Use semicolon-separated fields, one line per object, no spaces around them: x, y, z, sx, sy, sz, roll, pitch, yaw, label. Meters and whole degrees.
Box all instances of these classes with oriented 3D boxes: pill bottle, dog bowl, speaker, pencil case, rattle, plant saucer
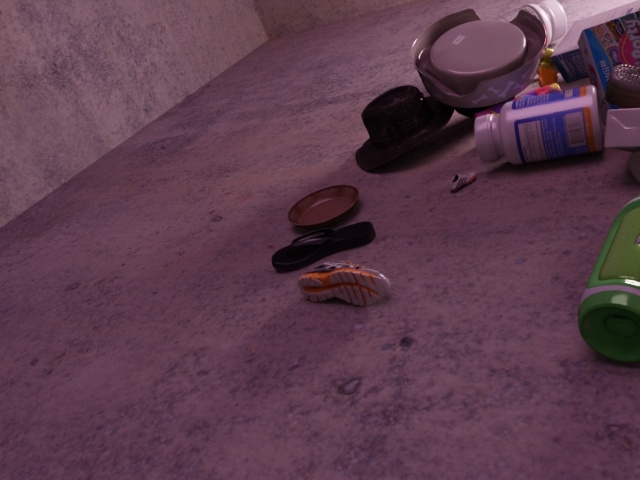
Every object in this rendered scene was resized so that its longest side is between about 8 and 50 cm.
0.507;-0.260;1.475;0.271;0.152;0.152;-7;31;28;pill bottle
0.423;-0.491;1.700;0.348;0.102;0.349;-10;47;11;dog bowl
0.667;-0.691;2.123;0.283;0.161;0.161;-25;27;-5;pill bottle
0.490;0.046;0.967;0.131;0.131;0.296;2;36;39;speaker
0.522;-0.324;1.646;0.236;0.104;0.104;-18;27;4;pencil case
0.649;-0.492;1.921;0.130;0.143;0.199;0;-2;-30;rattle
0.012;-0.081;1.647;0.198;0.036;0.199;-18;27;9;plant saucer

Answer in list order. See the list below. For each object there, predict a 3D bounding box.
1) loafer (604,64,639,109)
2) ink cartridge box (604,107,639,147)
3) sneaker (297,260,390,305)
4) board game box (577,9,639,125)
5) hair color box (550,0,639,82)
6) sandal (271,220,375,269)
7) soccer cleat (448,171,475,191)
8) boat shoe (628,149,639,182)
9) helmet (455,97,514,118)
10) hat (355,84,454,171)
0.748;-0.313;1.398;0.251;0.087;0.094;19;54;3;loafer
0.688;-0.221;1.290;0.134;0.078;0.231;6;7;43;ink cartridge box
0.052;0.076;1.288;0.214;0.084;0.083;1;30;39;sneaker
0.791;-0.426;1.473;0.303;0.224;0.097;-17;-6;13;board game box
0.823;-0.552;1.707;0.174;0.105;0.347;-52;24;-21;hair color box
0.000;-0.001;1.489;0.254;0.055;0.097;-20;27;4;sandal
0.341;-0.149;1.524;0.083;0.036;0.029;-32;28;-17;soccer cleat
0.690;-0.121;1.183;0.081;0.079;0.227;-23;32;-16;boat shoe
0.457;-0.430;1.812;0.169;0.169;0.161;-36;44;-25;helmet
0.208;-0.350;1.794;0.331;0.134;0.331;-32;26;18;hat
